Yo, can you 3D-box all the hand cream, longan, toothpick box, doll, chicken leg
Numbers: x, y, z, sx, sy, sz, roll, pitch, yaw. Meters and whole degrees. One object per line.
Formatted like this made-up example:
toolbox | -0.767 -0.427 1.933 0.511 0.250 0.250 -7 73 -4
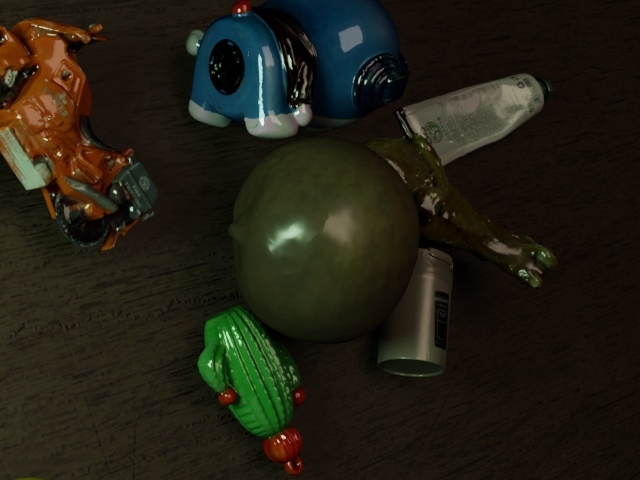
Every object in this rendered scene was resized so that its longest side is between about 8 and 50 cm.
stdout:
hand cream | 0.277 -0.221 2.188 0.336 0.076 0.121 -24 85 -33
longan | 0.003 0.002 1.754 0.297 0.297 0.297 13 68 -34
toothpick box | 0.146 0.111 1.940 0.111 0.111 0.181 19 66 -31
doll | -0.024 -0.268 1.854 0.310 0.284 0.240 -12 125 -43
chicken leg | 0.195 -0.049 1.997 0.361 0.140 0.211 29 26 -22

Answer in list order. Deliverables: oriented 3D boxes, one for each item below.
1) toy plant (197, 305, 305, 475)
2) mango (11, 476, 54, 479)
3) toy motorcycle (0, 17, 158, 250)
toy plant | -0.082 0.201 1.754 0.240 0.088 0.155 50 37 -23
mango | -0.420 0.388 1.400 0.331 0.142 0.195 -8 85 -41
toy motorcycle | -0.326 -0.155 1.626 0.221 0.147 0.326 -53 123 -42
